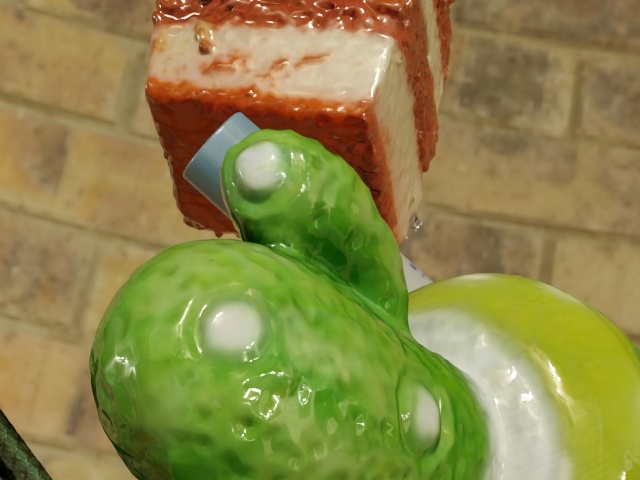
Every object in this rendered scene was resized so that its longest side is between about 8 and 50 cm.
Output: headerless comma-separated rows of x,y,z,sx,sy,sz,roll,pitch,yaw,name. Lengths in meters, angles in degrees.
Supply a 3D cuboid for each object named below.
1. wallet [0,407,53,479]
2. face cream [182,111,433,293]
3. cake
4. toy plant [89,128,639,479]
-0.206,0.136,0.845,0.055,0.236,0.160,-2,-52,-43,wallet
0.000,0.000,1.412,0.250,0.077,0.077,41,-25,0,face cream
-0.019,-0.180,1.693,0.270,0.319,0.269,5,-34,13,cake
0.026,0.080,0.725,0.184,0.224,0.316,-9,-17,31,toy plant
